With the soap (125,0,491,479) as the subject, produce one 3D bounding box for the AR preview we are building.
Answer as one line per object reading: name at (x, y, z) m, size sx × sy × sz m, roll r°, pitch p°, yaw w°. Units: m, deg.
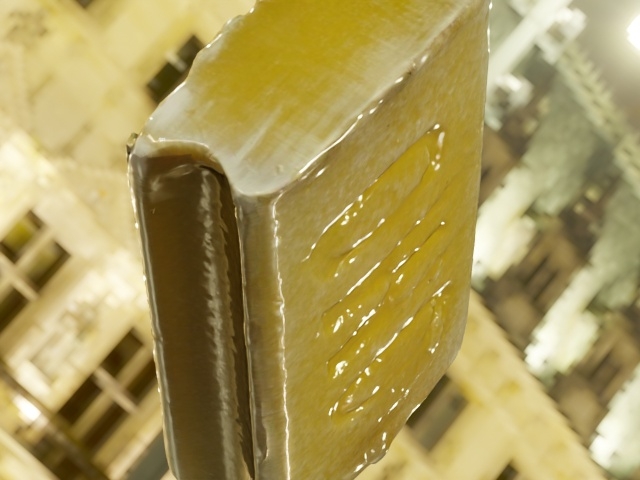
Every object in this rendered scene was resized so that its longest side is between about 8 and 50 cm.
soap at (0.000, 0.000, 0.916) m, size 0.089 × 0.173 × 0.274 m, roll 32°, pitch -30°, yaw 23°
